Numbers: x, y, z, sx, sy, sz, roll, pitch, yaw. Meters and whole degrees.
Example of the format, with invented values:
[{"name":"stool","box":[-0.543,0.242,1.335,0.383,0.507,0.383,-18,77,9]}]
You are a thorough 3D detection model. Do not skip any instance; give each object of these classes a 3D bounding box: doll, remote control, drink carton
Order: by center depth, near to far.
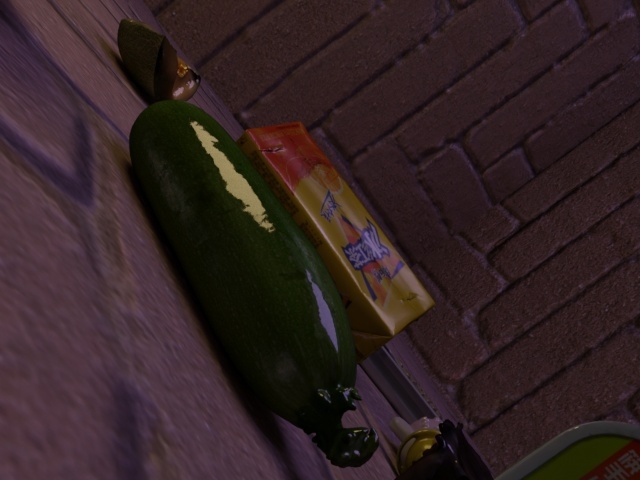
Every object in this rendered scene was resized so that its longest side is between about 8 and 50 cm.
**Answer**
[{"name":"doll","box":[0.138,0.265,0.876,0.129,0.081,0.207,35,-1,18]},{"name":"drink carton","box":[0.000,0.000,1.021,0.351,0.111,0.154,55,34,9]},{"name":"remote control","box":[0.132,0.244,1.231,0.277,0.055,0.103,53,2,-16]}]

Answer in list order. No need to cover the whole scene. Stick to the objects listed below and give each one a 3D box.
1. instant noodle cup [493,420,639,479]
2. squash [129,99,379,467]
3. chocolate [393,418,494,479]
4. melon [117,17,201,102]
[{"name":"instant noodle cup","box":[0.318,0.383,0.815,0.294,0.293,0.308,55,-4,28]},{"name":"squash","box":[-0.062,0.008,0.556,0.379,0.101,0.101,57,5,34]},{"name":"chocolate","box":[0.064,0.183,0.415,0.112,0.111,0.321,56,2,17]},{"name":"melon","box":[-0.246,-0.254,1.015,0.128,0.079,0.160,36,1,10]}]
